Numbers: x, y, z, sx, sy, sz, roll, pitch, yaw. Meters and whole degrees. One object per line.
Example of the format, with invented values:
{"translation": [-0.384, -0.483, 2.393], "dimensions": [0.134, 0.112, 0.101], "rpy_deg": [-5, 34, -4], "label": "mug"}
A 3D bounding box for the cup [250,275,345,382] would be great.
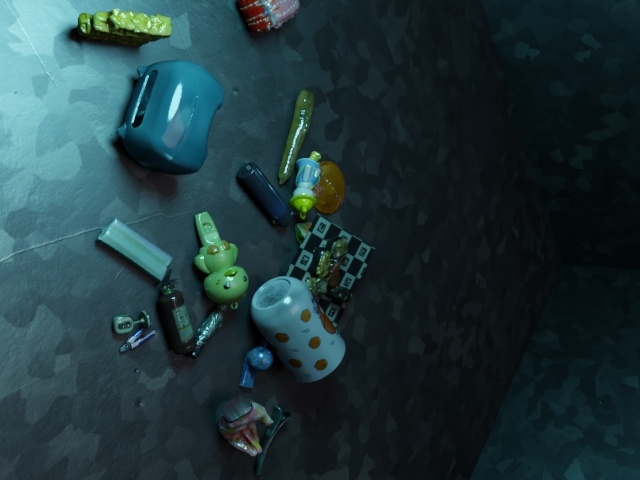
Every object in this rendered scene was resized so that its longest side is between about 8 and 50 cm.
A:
{"translation": [-0.082, 0.279, 1.985], "dimensions": [0.212, 0.212, 0.317], "rpy_deg": [-54, 127, -32], "label": "cup"}

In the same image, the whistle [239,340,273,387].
{"translation": [-0.197, 0.397, 1.955], "dimensions": [0.090, 0.090, 0.158], "rpy_deg": [26, 73, -46], "label": "whistle"}

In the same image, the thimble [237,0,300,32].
{"translation": [-0.159, -0.726, 1.879], "dimensions": [0.125, 0.163, 0.189], "rpy_deg": [64, 35, -28], "label": "thimble"}

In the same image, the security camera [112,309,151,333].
{"translation": [-0.506, 0.222, 1.632], "dimensions": [0.092, 0.058, 0.058], "rpy_deg": [-15, 103, -38], "label": "security camera"}

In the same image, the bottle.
{"translation": [-0.174, -0.140, 1.963], "dimensions": [0.082, 0.072, 0.244], "rpy_deg": [-38, 126, 1], "label": "bottle"}

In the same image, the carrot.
{"translation": [-0.081, -0.345, 2.062], "dimensions": [0.070, 0.070, 0.342], "rpy_deg": [25, 75, -46], "label": "carrot"}

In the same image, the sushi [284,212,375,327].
{"translation": [0.040, 0.128, 2.151], "dimensions": [0.359, 0.064, 0.343], "rpy_deg": [30, 87, -45], "label": "sushi"}

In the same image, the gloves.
{"translation": [-0.235, 0.575, 1.907], "dimensions": [0.241, 0.126, 0.145], "rpy_deg": [88, 27, -50], "label": "gloves"}

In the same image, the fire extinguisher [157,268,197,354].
{"translation": [-0.406, 0.199, 1.731], "dimensions": [0.099, 0.071, 0.231], "rpy_deg": [-49, 129, -67], "label": "fire extinguisher"}

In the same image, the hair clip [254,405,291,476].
{"translation": [-0.174, 0.668, 2.039], "dimensions": [0.070, 0.039, 0.229], "rpy_deg": [43, 66, -40], "label": "hair clip"}

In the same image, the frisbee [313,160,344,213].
{"translation": [0.033, -0.192, 2.217], "dimensions": [0.192, 0.035, 0.192], "rpy_deg": [-2, 93, -48], "label": "frisbee"}

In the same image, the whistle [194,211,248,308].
{"translation": [-0.292, 0.063, 1.795], "dimensions": [0.141, 0.141, 0.294], "rpy_deg": [-27, 111, -44], "label": "whistle"}

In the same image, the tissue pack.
{"translation": [-0.395, -0.329, 1.609], "dimensions": [0.206, 0.198, 0.287], "rpy_deg": [25, 76, -48], "label": "tissue pack"}

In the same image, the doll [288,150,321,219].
{"translation": [-0.050, -0.185, 2.054], "dimensions": [0.099, 0.135, 0.241], "rpy_deg": [25, 57, -32], "label": "doll"}

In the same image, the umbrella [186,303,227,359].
{"translation": [-0.338, 0.269, 1.825], "dimensions": [0.188, 0.046, 0.050], "rpy_deg": [-61, 150, -30], "label": "umbrella"}

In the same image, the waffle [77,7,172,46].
{"translation": [-0.497, -0.527, 1.514], "dimensions": [0.211, 0.160, 0.055], "rpy_deg": [-10, 100, -48], "label": "waffle"}

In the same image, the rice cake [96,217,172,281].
{"translation": [-0.491, 0.024, 1.640], "dimensions": [0.222, 0.042, 0.080], "rpy_deg": [43, 63, -39], "label": "rice cake"}

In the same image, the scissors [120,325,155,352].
{"translation": [-0.498, 0.267, 1.665], "dimensions": [0.113, 0.012, 0.039], "rpy_deg": [-38, 119, -40], "label": "scissors"}

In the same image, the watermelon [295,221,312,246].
{"translation": [-0.004, -0.001, 2.174], "dimensions": [0.245, 0.063, 0.119], "rpy_deg": [11, 74, -43], "label": "watermelon"}
